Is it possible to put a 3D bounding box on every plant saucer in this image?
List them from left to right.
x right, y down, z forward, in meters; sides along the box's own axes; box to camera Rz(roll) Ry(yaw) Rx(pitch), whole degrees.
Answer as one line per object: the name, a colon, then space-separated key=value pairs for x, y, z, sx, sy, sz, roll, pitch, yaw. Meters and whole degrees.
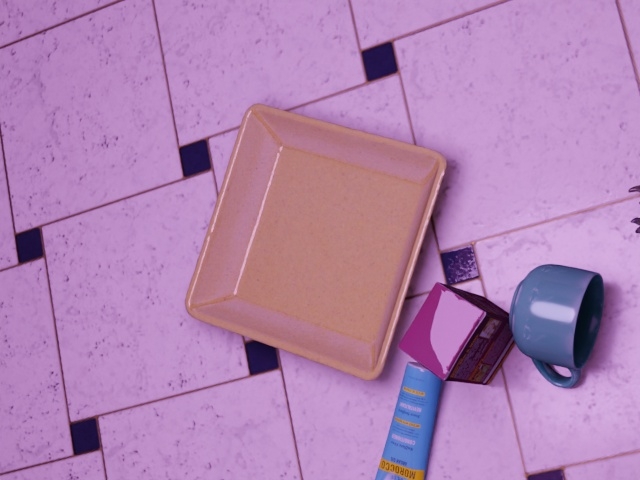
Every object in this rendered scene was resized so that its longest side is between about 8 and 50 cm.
plant saucer: x=0.000 y=0.000 z=1.886 sx=0.332 sy=0.081 sz=0.333 roll=17 pitch=89 yaw=25

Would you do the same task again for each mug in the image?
mug: x=0.303 y=0.109 z=1.705 sx=0.097 sy=0.129 sz=0.158 roll=13 pitch=87 yaw=26

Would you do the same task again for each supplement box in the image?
supplement box: x=0.190 y=0.126 z=1.720 sx=0.080 sy=0.188 sz=0.104 roll=34 pitch=96 yaw=25

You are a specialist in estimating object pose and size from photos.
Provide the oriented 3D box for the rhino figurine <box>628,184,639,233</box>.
rhino figurine: x=0.489 y=0.006 z=1.669 sx=0.243 sy=0.073 sz=0.106 roll=43 pitch=97 yaw=25

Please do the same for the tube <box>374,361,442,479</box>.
tube: x=0.124 y=0.275 z=1.810 sx=0.080 sy=0.052 sz=0.207 roll=14 pitch=95 yaw=35
